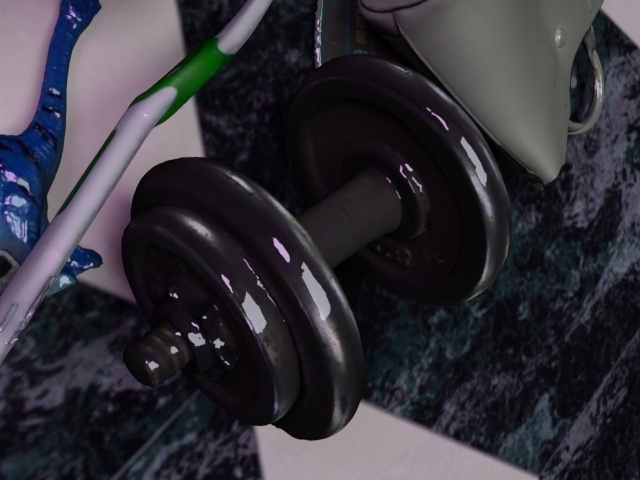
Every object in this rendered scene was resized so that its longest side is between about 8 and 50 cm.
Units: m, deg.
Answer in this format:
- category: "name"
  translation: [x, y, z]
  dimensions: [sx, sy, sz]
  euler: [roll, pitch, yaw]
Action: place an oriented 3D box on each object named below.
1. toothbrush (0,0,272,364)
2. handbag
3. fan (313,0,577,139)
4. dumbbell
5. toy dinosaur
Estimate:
- category: "toothbrush"
  translation: [-0.086, -0.087, 0.532]
  dimensions: [0.040, 0.042, 0.418]
  euler: [42, 53, -25]
- category: "handbag"
  translation: [0.180, -0.185, 0.733]
  dimensions: [0.315, 0.109, 0.241]
  euler: [30, 73, -37]
- category: "fan"
  translation: [0.100, -0.170, 0.742]
  dimensions: [0.294, 0.012, 0.223]
  euler: [-36, 111, -31]
- category: "dumbbell"
  translation: [0.000, 0.000, 0.560]
  dimensions: [0.290, 0.192, 0.192]
  euler: [-36, 113, -31]
- category: "toy dinosaur"
  translation: [-0.196, -0.004, 0.482]
  dimensions: [0.329, 0.076, 0.144]
  euler: [-48, 113, -34]
